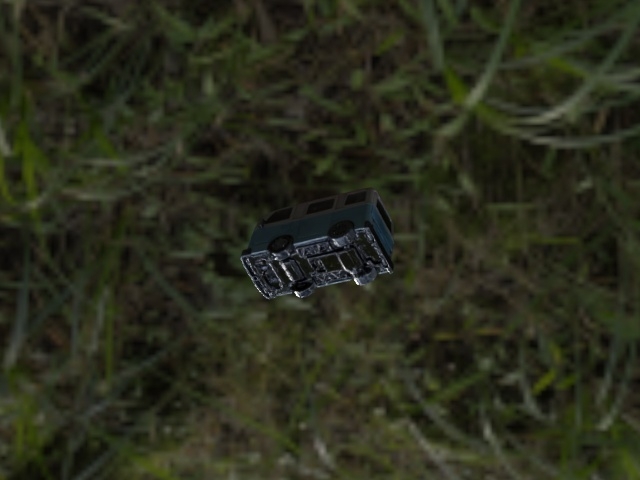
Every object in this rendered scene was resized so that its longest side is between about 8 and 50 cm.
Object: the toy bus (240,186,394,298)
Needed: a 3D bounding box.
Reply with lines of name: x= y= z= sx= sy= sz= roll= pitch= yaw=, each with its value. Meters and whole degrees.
toy bus: x=0.000 y=0.000 z=1.389 sx=0.123 sy=0.075 sz=0.060 roll=-13 pitch=129 yaw=23
